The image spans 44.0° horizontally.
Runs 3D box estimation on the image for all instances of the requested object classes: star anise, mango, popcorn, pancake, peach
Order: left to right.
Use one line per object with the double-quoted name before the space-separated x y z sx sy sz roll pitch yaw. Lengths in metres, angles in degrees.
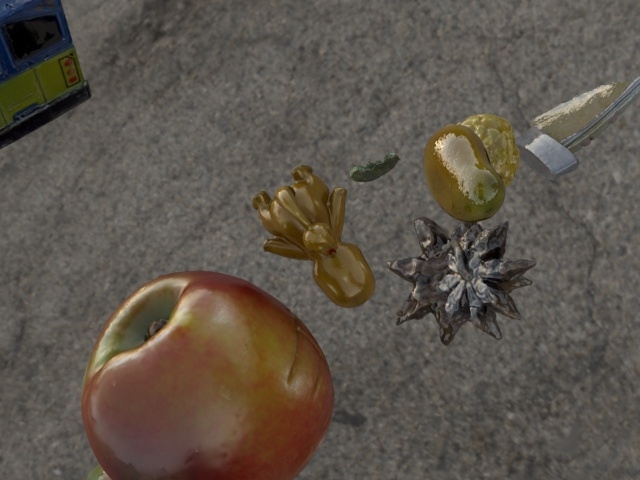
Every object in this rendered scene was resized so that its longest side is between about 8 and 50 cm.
"peach" -0.119 0.183 0.868 0.249 0.274 0.245 -5 45 50
"pancake" 0.134 -0.176 1.953 0.130 0.116 0.022 -17 73 -10
"star anise" 0.296 0.079 1.700 0.315 0.108 0.315 -6 76 24
"mango" 0.223 -0.101 1.233 0.099 0.136 0.227 -4 28 -10
"star anise" 0.277 0.059 1.450 0.262 0.081 0.230 50 127 53
"popcorn" 0.335 -0.181 1.667 0.180 0.180 0.170 -52 16 -2

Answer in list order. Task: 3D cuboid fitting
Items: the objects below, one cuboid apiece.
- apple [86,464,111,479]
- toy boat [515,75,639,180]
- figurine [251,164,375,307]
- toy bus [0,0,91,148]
"apple" -0.410 0.550 1.629 0.188 0.174 0.207 -19 71 60
"toy boat" 0.583 -0.259 1.866 0.293 0.111 0.276 -43 20 -9
"figurine" 0.001 0.002 0.903 0.121 0.122 0.176 -37 95 0
"toy bus" -0.352 -0.232 0.722 0.138 0.175 0.287 -37 70 -21
